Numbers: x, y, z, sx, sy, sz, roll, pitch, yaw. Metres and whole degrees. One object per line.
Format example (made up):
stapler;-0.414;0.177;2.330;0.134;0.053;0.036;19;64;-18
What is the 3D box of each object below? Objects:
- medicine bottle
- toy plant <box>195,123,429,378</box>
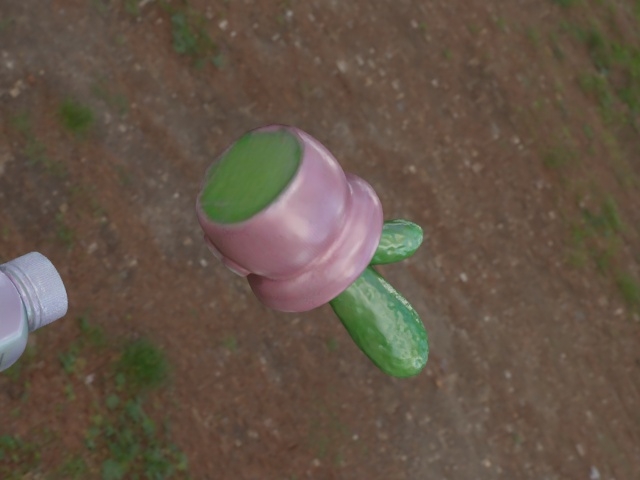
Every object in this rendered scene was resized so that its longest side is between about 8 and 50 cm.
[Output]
medicine bottle;-0.235;0.053;0.835;0.118;0.055;0.074;-29;71;-36
toy plant;-0.006;0.000;1.646;0.356;0.211;0.317;38;6;-38
